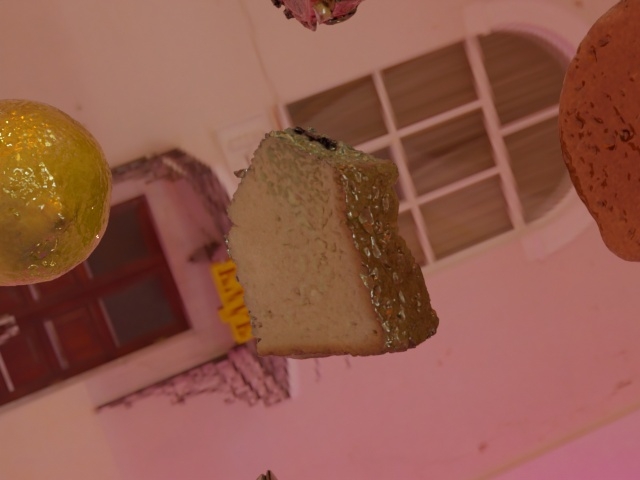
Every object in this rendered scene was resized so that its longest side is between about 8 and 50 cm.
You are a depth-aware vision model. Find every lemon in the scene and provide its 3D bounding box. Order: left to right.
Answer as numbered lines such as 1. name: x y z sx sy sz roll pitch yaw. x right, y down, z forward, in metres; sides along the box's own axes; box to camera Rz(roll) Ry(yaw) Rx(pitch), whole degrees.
1. lemon: -0.365 -0.058 1.374 0.253 0.228 0.228 -139 -150 -69

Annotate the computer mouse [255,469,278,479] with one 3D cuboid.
1. computer mouse: -0.041 0.321 0.963 0.310 0.072 0.158 -68 137 -67

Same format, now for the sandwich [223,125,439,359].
1. sandwich: 0.000 0.000 1.562 0.262 0.131 0.325 -9 -81 45

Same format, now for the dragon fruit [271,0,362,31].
1. dragon fruit: -0.008 -0.384 1.570 0.211 0.147 0.282 43 -19 20

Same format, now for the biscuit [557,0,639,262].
1. biscuit: 0.463 -0.157 1.254 0.455 0.078 0.350 -5 -88 47
